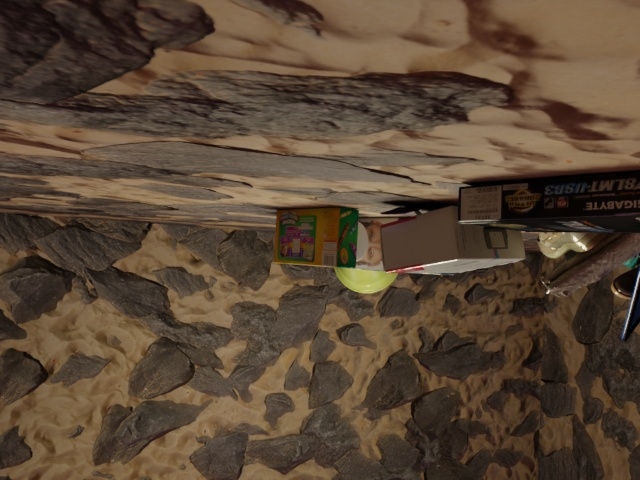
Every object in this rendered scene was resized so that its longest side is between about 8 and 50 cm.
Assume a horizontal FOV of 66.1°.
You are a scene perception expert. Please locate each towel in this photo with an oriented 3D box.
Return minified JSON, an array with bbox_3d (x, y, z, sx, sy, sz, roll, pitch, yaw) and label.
[{"bbox_3d":[0.641,0.038,1.110,0.282,0.049,0.187,-42,150,23],"label":"towel"}]

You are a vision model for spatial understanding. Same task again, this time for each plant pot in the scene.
[{"bbox_3d":[0.167,0.047,1.874,0.276,0.276,0.254,3,167,11],"label":"plant pot"}]

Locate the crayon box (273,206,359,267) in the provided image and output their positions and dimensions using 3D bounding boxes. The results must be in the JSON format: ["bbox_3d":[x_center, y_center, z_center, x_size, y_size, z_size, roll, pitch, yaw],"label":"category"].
[{"bbox_3d":[-0.019,-0.009,1.434,0.081,0.165,0.278,5,178,-44],"label":"crayon box"}]

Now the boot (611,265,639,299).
[{"bbox_3d":[0.940,0.057,1.349,0.248,0.090,0.207,-15,140,-11],"label":"boot"}]

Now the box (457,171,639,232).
[{"bbox_3d":[0.438,-0.054,0.847,0.293,0.073,0.295,2,179,44],"label":"box"}]

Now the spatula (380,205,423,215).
[{"bbox_3d":[0.267,-0.067,1.259,0.296,0.030,0.084,5,178,-44],"label":"spatula"}]

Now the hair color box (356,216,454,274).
[{"bbox_3d":[0.247,0.015,1.568,0.347,0.174,0.105,1,177,38],"label":"hair color box"}]

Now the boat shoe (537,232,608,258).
[{"bbox_3d":[0.556,-0.029,1.133,0.098,0.109,0.302,44,-176,8],"label":"boat shoe"}]

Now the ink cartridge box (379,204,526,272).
[{"bbox_3d":[0.333,0.007,1.240,0.306,0.131,0.226,1,168,-43],"label":"ink cartridge box"}]

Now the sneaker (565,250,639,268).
[{"bbox_3d":[0.881,0.016,1.501,0.178,0.124,0.295,12,178,7],"label":"sneaker"}]

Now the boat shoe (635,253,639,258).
[{"bbox_3d":[0.807,0.000,1.283,0.301,0.102,0.108,4,178,-19],"label":"boat shoe"}]

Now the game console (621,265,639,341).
[{"bbox_3d":[0.893,0.111,1.212,0.250,0.293,0.173,1,-138,20],"label":"game console"}]

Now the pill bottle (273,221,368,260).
[{"bbox_3d":[0.000,0.000,1.594,0.301,0.169,0.169,0,177,44],"label":"pill bottle"}]
